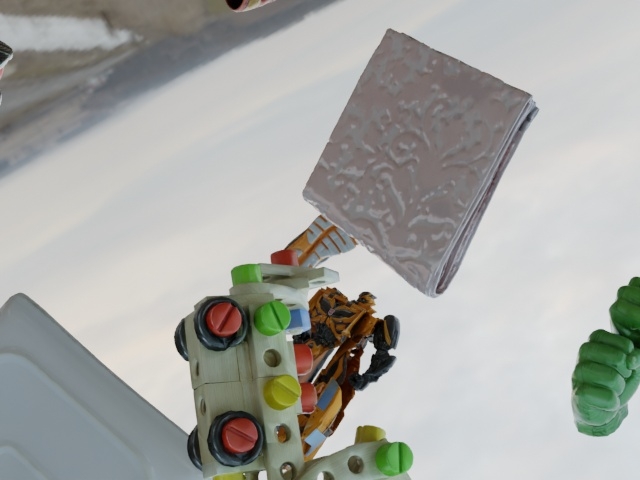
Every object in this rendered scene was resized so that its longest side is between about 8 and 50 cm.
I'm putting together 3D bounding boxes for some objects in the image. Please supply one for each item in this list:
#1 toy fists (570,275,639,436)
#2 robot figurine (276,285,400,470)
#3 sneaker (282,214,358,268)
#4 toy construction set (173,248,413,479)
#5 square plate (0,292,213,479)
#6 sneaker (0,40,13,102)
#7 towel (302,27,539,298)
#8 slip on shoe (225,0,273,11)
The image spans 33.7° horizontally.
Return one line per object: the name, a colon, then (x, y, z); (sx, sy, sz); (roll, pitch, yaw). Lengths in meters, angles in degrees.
toy fists: (0.471, 0.170, 1.634); (0.096, 0.142, 0.279); (17, -129, 38)
robot figurine: (-0.008, 0.193, 1.574); (0.211, 0.085, 0.291); (23, -104, 46)
sneaker: (0.000, 0.000, 1.901); (0.215, 0.084, 0.083); (-34, -173, 13)
toy construction set: (-0.022, 0.141, 0.985); (0.215, 0.327, 0.151); (-1, 147, -27)
square plate: (-0.333, 0.285, 1.162); (0.347, 0.344, 0.049); (-52, 163, -5)
sneaker: (-0.489, -0.203, 1.426); (0.118, 0.107, 0.279); (-60, -157, 26)
towel: (0.138, -0.125, 1.571); (0.332, 0.053, 0.316); (39, -73, 45)
slip on shoe: (-0.164, -0.459, 1.445); (0.101, 0.331, 0.123); (-45, -159, -27)
